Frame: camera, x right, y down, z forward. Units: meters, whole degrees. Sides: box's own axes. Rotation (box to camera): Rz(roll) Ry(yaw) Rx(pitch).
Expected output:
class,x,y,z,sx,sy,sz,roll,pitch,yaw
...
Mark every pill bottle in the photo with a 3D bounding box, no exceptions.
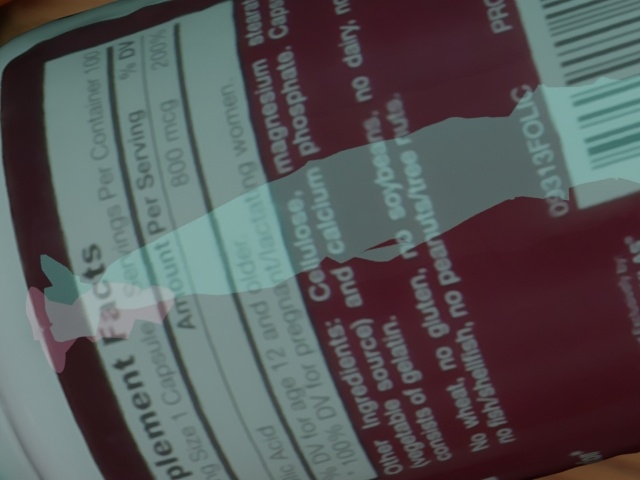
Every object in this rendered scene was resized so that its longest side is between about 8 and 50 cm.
class,x,y,z,sx,sy,sz,roll,pitch,yaw
pill bottle,0.000,0.000,0.638,0.392,0.224,0.224,-16,88,10

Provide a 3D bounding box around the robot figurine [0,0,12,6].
class,x,y,z,sx,sy,sz,roll,pitch,yaw
robot figurine,-0.243,-0.111,0.727,0.219,0.128,0.158,-18,110,10
